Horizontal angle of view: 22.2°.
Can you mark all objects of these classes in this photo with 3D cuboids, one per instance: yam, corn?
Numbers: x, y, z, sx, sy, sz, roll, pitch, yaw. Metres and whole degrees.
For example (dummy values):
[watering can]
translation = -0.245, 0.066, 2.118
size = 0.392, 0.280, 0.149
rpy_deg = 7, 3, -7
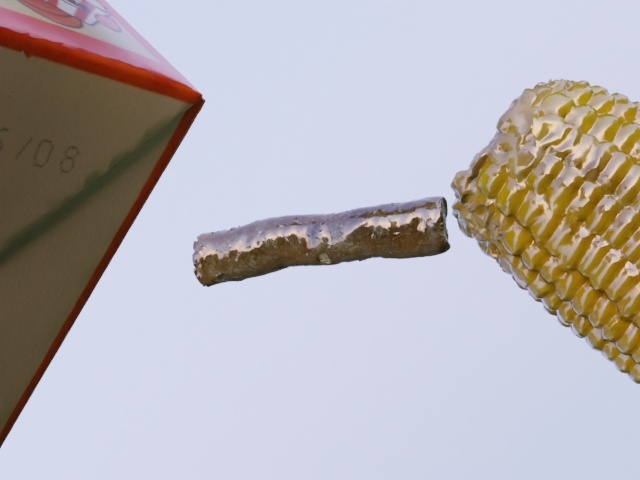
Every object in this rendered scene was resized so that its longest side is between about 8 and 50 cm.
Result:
[yam]
translation = 0.000, 0.000, 1.584
size = 0.252, 0.061, 0.061
rpy_deg = -8, -16, 13
[corn]
translation = 0.217, 0.045, 0.794
size = 0.131, 0.344, 0.131
rpy_deg = -48, -10, -11

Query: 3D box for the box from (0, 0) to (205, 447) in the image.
[box]
translation = -0.311, -0.042, 0.807
size = 0.348, 0.257, 0.319
rpy_deg = 11, -65, -49
